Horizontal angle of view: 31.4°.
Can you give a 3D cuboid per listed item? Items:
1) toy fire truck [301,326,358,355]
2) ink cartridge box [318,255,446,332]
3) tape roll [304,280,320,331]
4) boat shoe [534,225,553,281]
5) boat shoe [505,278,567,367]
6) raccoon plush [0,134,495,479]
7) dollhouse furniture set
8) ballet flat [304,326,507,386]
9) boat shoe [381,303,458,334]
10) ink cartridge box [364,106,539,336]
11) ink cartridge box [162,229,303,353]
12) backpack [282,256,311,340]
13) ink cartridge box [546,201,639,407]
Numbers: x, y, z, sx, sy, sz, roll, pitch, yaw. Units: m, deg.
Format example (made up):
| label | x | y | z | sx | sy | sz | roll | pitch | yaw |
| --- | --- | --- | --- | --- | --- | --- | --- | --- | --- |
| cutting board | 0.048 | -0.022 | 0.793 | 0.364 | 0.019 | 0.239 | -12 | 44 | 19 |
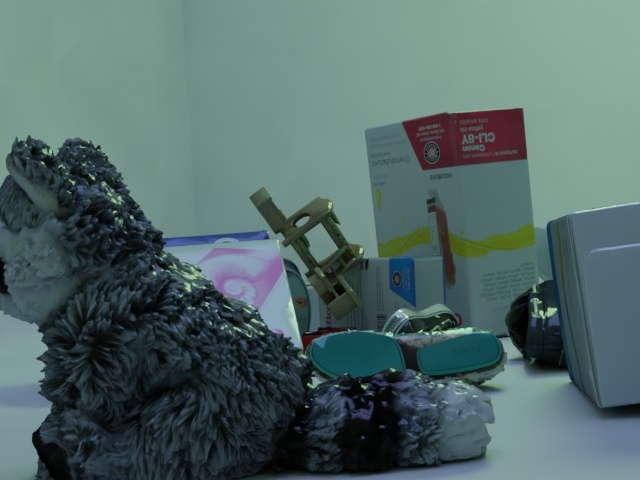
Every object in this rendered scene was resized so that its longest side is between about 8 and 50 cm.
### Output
| label | x | y | z | sx | sy | sz | roll | pitch | yaw |
| --- | --- | --- | --- | --- | --- | --- | --- | --- | --- |
| toy fire truck | 0.044 | 0.156 | 1.697 | 0.135 | 0.047 | 0.192 | -3 | 0 | 15 |
| ink cartridge box | 0.097 | 0.100 | 1.833 | 0.203 | 0.148 | 0.086 | -2 | 1 | 44 |
| tape roll | -0.043 | 0.131 | 2.122 | 0.286 | 0.100 | 0.286 | -3 | 1 | 0 |
| boat shoe | 0.431 | 0.065 | 2.004 | 0.228 | 0.080 | 0.076 | 37 | -20 | -5 |
| boat shoe | 0.301 | 0.108 | 1.572 | 0.091 | 0.114 | 0.302 | 2 | 0 | 0 |
| raccoon plush | -0.087 | 0.047 | 1.004 | 0.447 | 0.299 | 0.216 | -4 | 0 | -10 |
| dollhouse furniture set | 0.000 | 0.000 | 1.731 | 0.101 | 0.182 | 0.161 | -36 | 32 | -1 |
| ballet flat | 0.100 | 0.151 | 1.343 | 0.241 | 0.091 | 0.077 | 0 | -30 | -5 |
| boat shoe | 0.160 | 0.143 | 1.653 | 0.070 | 0.077 | 0.219 | 35 | 14 | 24 |
| ink cartridge box | 0.229 | -0.025 | 1.998 | 0.160 | 0.384 | 0.279 | -8 | 3 | -30 |
| ink cartridge box | -0.208 | 0.075 | 1.615 | 0.324 | 0.071 | 0.330 | -5 | 40 | -10 |
| backpack | -0.106 | 0.107 | 1.773 | 0.188 | 0.165 | 0.144 | -7 | 11 | -13 |
| ink cartridge box | 0.362 | 0.056 | 1.217 | 0.198 | 0.197 | 0.270 | -8 | -2 | 7 |
